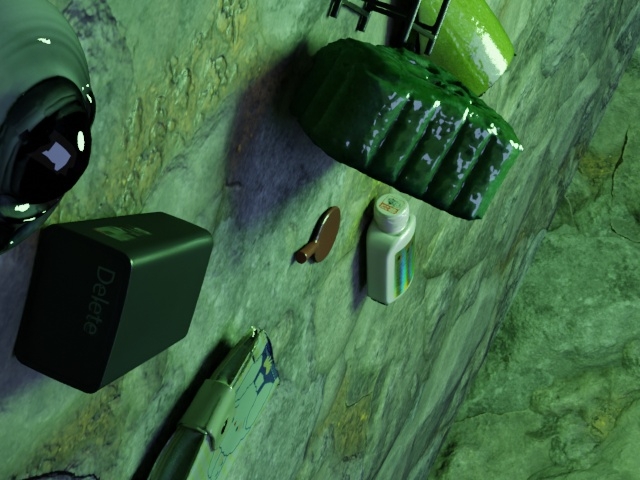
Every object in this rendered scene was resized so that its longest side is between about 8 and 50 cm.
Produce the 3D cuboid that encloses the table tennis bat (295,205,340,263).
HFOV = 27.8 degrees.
[{"bbox_3d":[0.000,0.000,2.124,0.154,0.019,0.098,-41,147,-56],"label":"table tennis bat"}]

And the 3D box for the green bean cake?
[{"bbox_3d":[0.109,-0.187,1.903,0.307,0.300,0.169,22,106,-30],"label":"green bean cake"}]

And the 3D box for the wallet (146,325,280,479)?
[{"bbox_3d":[-0.156,0.290,1.925,0.309,0.077,0.223,-61,162,-27],"label":"wallet"}]

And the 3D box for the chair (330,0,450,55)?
[{"bbox_3d":[0.136,-0.419,1.881,0.154,0.141,0.260,3,109,-69],"label":"chair"}]

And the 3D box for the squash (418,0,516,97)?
[{"bbox_3d":[0.190,-0.363,2.163,0.260,0.189,0.189,47,57,-22],"label":"squash"}]

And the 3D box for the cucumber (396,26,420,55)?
[{"bbox_3d":[0.146,-0.267,2.193,0.078,0.062,0.211,-74,161,-44],"label":"cucumber"}]

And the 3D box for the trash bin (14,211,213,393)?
[{"bbox_3d":[-0.224,0.059,1.476,0.225,0.115,0.165,-19,128,-67],"label":"trash bin"}]

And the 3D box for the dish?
[{"bbox_3d":[-0.273,-0.087,1.180,0.273,0.133,0.273,-53,155,-37],"label":"dish"}]

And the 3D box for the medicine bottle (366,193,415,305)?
[{"bbox_3d":[0.130,0.009,2.373,0.115,0.078,0.219,-52,154,-34],"label":"medicine bottle"}]
